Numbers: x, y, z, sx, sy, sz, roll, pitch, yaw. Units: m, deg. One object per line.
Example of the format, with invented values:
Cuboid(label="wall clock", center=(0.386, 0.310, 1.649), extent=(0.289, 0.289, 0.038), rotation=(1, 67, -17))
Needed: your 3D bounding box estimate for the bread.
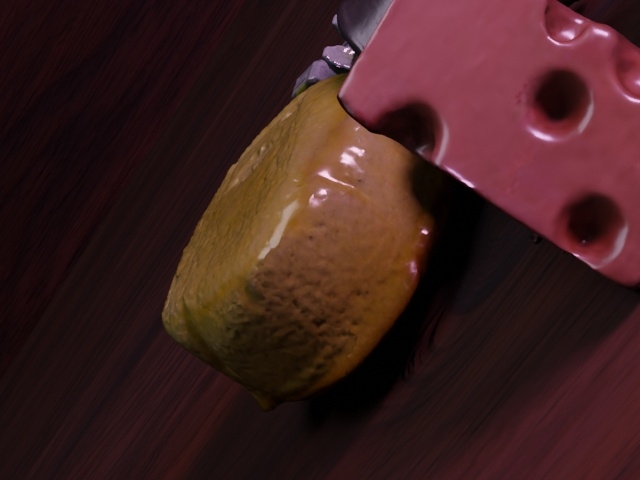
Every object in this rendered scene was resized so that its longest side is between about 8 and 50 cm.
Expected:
Cuboid(label="bread", center=(0.000, 0.000, 1.116), extent=(0.270, 0.148, 0.270), rotation=(-49, 18, 22))

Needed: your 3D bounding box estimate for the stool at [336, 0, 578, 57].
Cuboid(label="stool", center=(0.116, -0.146, 1.041), extent=(0.139, 0.153, 0.228), rotation=(-50, 45, 22))

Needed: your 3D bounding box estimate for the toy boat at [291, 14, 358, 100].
Cuboid(label="toy boat", center=(0.068, -0.195, 1.369), extent=(0.319, 0.092, 0.141), rotation=(-44, 23, 45))

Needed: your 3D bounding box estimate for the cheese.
Cuboid(label="cheese", center=(0.106, -0.078, 0.839), extent=(0.128, 0.177, 0.203), rotation=(-59, 13, 7))
